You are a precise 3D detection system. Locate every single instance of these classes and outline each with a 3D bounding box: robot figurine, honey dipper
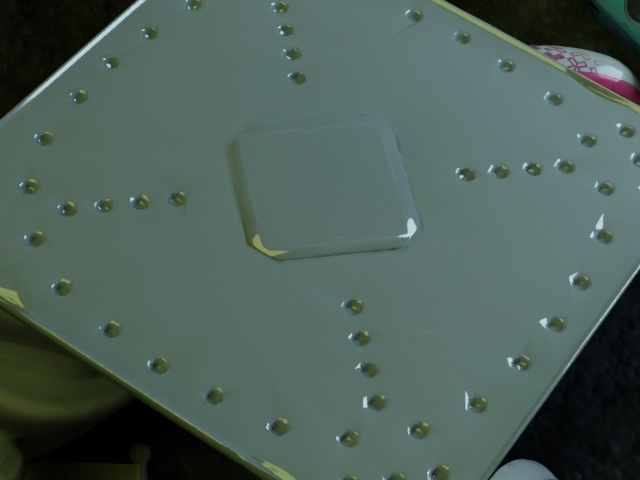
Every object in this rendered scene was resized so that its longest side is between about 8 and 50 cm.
[{"bbox_3d":[-0.226,0.057,1.271,0.353,0.200,0.299,-37,36,62],"label":"robot figurine"},{"bbox_3d":[-0.135,0.230,1.299,0.030,0.030,0.160,-20,58,17],"label":"honey dipper"}]

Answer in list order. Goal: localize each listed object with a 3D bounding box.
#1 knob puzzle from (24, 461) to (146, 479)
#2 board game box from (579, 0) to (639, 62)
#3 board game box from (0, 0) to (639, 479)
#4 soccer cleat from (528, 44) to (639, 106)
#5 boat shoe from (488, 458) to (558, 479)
[{"bbox_3d":[-0.203,0.271,1.310,0.213,0.030,0.213,-11,71,34],"label":"knob puzzle"},{"bbox_3d":[0.274,-0.298,1.308,0.254,0.079,0.336,-40,56,5],"label":"board game box"},{"bbox_3d":[0.000,-0.021,1.095,0.390,0.050,0.390,31,55,17],"label":"board game box"},{"bbox_3d":[0.084,-0.128,1.303,0.331,0.116,0.143,-6,60,23],"label":"soccer cleat"},{"bbox_3d":[0.156,0.204,1.025,0.084,0.258,0.095,26,85,31],"label":"boat shoe"}]
